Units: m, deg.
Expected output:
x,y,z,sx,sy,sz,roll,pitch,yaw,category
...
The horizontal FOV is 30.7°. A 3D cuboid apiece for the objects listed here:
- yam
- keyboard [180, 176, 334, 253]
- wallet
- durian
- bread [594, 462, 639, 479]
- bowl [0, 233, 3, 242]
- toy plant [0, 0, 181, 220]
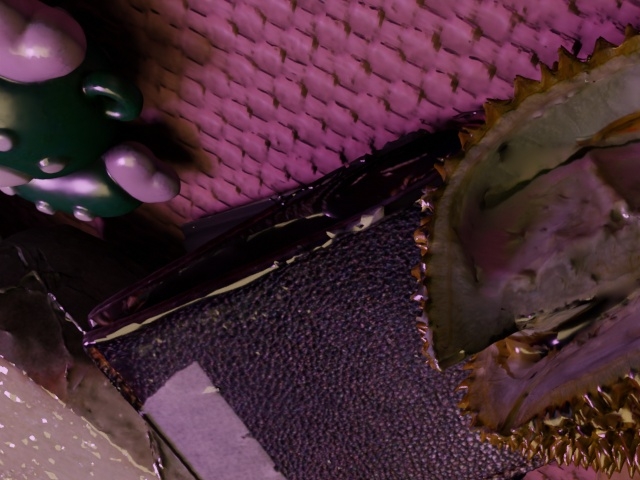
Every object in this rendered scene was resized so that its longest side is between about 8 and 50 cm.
x,y,z,sx,sy,sz,roll,pitch,yaw,category
-0.114,0.123,0.847,0.271,0.201,0.202,29,126,14,yam
0.000,0.000,0.752,0.230,0.025,0.094,-13,126,47,keyboard
0.029,0.068,0.675,0.262,0.071,0.221,-27,123,12,wallet
0.169,0.010,0.524,0.237,0.193,0.138,-7,159,24,durian
0.266,0.162,0.643,0.244,0.134,0.244,24,144,19,bread
-0.332,0.049,0.933,0.277,0.145,0.277,24,120,50,bowl
-0.209,-0.092,0.724,0.243,0.113,0.232,15,158,9,toy plant
